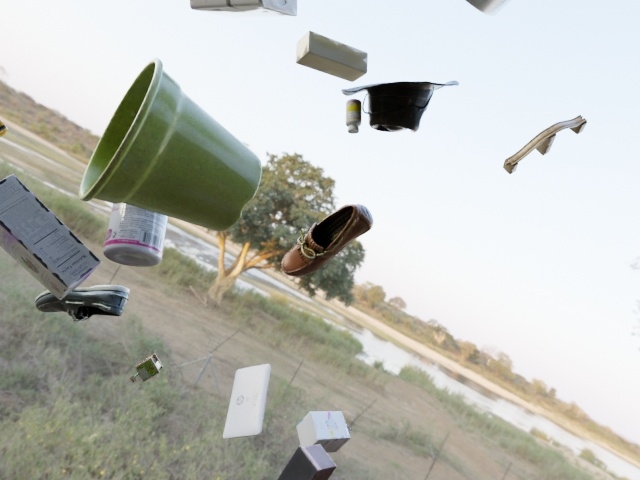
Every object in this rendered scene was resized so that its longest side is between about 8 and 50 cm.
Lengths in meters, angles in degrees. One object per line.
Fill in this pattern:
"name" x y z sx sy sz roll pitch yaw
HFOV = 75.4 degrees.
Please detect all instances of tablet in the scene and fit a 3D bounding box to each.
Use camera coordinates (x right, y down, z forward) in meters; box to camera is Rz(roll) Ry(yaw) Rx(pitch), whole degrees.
"tablet" -0.088 0.191 0.495 0.054 0.083 0.006 -18 -46 24

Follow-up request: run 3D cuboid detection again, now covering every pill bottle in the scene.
"pill bottle" 0.088 -0.328 1.097 0.043 0.084 0.043 1 -7 0
"pill bottle" -0.543 -0.076 1.249 0.160 0.284 0.160 1 -22 0

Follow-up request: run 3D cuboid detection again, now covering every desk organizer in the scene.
"desk organizer" -0.036 0.368 0.609 0.047 0.130 0.050 37 7 41

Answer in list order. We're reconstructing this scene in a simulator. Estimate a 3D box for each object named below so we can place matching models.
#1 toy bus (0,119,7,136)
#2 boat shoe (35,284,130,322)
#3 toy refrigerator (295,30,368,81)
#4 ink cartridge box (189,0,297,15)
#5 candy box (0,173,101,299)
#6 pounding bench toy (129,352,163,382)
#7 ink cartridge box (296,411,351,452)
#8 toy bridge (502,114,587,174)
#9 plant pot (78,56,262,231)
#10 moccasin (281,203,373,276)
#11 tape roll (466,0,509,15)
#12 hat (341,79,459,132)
"toy bus" -0.907 -0.266 1.003 0.332 0.108 0.130 7 -39 29
"boat shoe" -0.785 0.213 1.350 0.318 0.099 0.116 -7 -24 5
"toy refrigerator" 0.046 -0.711 1.603 0.269 0.095 0.102 6 -6 -30
"ink cartridge box" -0.231 -0.755 1.259 0.272 0.115 0.198 14 24 26
"candy box" -0.498 0.005 0.731 0.196 0.070 0.164 50 -37 -14
"pounding bench toy" -0.531 0.391 1.252 0.052 0.083 0.065 61 -10 -3
"ink cartridge box" 0.015 0.592 1.277 0.143 0.092 0.090 15 34 -33
"toy bridge" 0.455 -0.201 0.837 0.026 0.188 0.063 58 -3 28
"plant pot" -0.263 -0.146 0.785 0.253 0.276 0.276 29 -3 -37
"moccasin" 0.001 0.003 1.402 0.146 0.379 0.139 19 49 -48
"tape roll" 0.271 -0.644 0.858 0.391 0.392 0.072 31 -41 -23
"hat" 0.221 -0.362 1.135 0.330 0.134 0.331 -4 16 1
